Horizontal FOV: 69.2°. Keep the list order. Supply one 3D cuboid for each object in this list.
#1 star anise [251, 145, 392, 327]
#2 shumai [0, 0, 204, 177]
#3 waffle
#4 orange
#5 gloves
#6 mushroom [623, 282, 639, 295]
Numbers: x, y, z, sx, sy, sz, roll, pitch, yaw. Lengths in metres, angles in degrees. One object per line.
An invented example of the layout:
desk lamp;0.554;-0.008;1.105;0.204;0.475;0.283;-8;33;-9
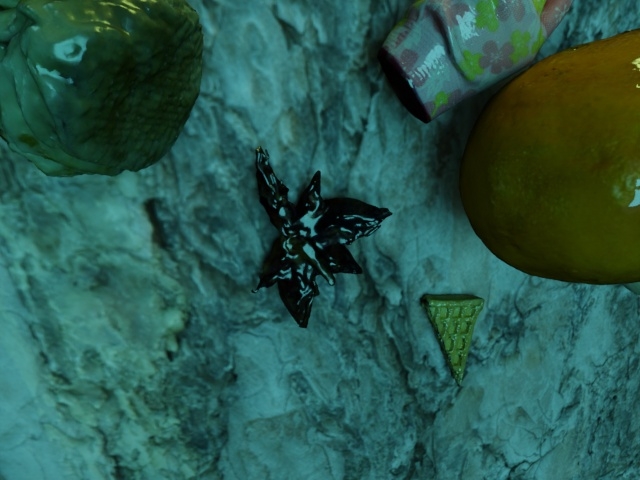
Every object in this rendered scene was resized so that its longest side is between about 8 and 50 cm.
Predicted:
star anise;-0.001;-0.001;0.522;0.156;0.053;0.213;-5;110;-18
shumai;-0.191;-0.142;0.374;0.141;0.184;0.184;30;99;2
waffle;0.177;0.147;0.666;0.097;0.023;0.153;-1;112;-19
orange;0.281;-0.083;0.469;0.283;0.284;0.226;-24;104;-10
gloves;0.174;-0.228;0.463;0.241;0.126;0.145;-40;114;7
mushroom;0.460;-0.060;0.653;0.122;0.095;0.352;-34;122;-25
